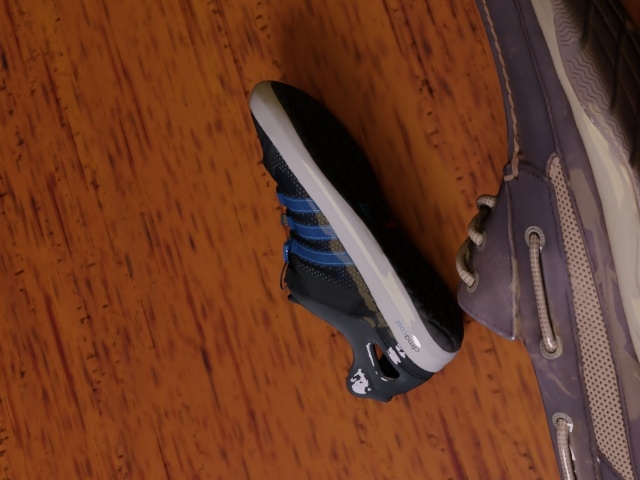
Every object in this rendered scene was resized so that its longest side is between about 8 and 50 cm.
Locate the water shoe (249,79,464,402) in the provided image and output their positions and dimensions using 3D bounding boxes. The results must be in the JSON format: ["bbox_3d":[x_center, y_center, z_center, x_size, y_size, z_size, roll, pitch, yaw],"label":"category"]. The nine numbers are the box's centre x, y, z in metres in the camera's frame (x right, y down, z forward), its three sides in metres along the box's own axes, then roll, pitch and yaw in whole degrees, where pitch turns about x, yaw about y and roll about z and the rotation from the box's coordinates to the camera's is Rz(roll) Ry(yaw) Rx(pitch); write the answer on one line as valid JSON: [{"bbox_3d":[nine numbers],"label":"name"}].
[{"bbox_3d":[0.000,0.000,0.939,0.080,0.073,0.203,-40,71,24],"label":"water shoe"}]

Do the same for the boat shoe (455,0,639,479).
[{"bbox_3d":[0.130,0.008,0.836,0.130,0.132,0.355,-23,77,26],"label":"boat shoe"}]
